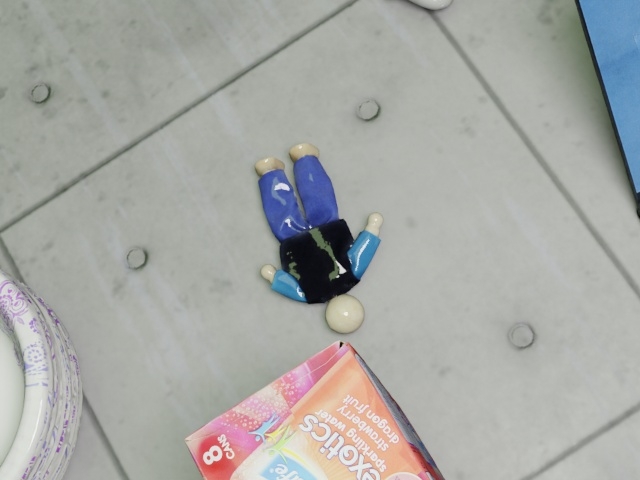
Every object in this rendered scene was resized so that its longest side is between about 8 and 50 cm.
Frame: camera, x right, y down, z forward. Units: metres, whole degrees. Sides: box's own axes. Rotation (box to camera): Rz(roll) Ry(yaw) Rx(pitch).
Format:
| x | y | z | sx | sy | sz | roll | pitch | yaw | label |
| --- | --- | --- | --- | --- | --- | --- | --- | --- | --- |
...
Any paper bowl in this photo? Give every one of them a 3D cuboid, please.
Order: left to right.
| x | y | z | sx | sy | sz | roll | pitch | yaw | label |
| --- | --- | --- | --- | --- | --- | --- | --- | --- | --- |
| -0.360 | 0.157 | 1.158 | 0.284 | 0.148 | 0.284 | -3 | 73 | 10 | paper bowl |

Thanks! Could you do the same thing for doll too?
| x | y | z | sx | sy | sz | roll | pitch | yaw | label |
| --- | --- | --- | --- | --- | --- | --- | --- | --- | --- |
| 0.000 | 0.000 | 1.185 | 0.129 | 0.046 | 0.189 | -21 | 70 | 6 | doll |

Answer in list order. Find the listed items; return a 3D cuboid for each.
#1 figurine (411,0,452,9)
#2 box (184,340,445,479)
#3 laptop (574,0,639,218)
| x | y | z | sx | sy | sz | roll | pitch | yaw | label |
| --- | --- | --- | --- | --- | --- | --- | --- | --- | --- |
| 0.053 | -0.349 | 1.269 | 0.209 | 0.092 | 0.215 | 9 | 76 | 22 | figurine |
| 0.023 | 0.204 | 0.982 | 0.142 | 0.300 | 0.154 | -31 | 70 | 1 | box |
| 0.464 | -0.090 | 1.016 | 0.381 | 0.236 | 0.408 | -25 | 70 | 4 | laptop |
